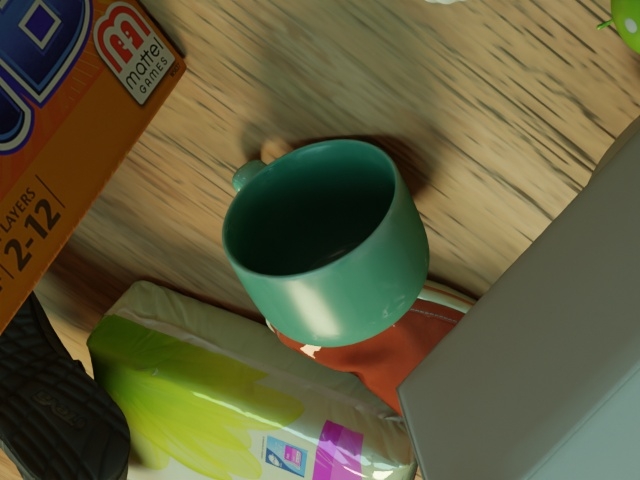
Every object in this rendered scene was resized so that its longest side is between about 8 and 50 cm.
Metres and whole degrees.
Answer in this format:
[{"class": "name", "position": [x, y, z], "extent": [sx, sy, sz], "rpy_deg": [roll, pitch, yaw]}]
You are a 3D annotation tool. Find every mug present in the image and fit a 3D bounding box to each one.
[{"class": "mug", "position": [0.008, 0.000, 0.778], "extent": [0.130, 0.157, 0.097], "rpy_deg": [-19, 130, 12]}]

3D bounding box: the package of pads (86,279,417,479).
[{"class": "package of pads", "position": [-0.057, 0.177, 1.018], "extent": [0.297, 0.101, 0.229], "rpy_deg": [21, 141, 12]}]

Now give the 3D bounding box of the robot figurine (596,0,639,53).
[{"class": "robot figurine", "position": [0.201, -0.122, 0.564], "extent": [0.115, 0.067, 0.101], "rpy_deg": [11, 111, 17]}]

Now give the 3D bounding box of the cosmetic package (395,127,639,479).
[{"class": "cosmetic package", "position": [0.229, 0.024, 0.493], "extent": [0.197, 0.155, 0.365], "rpy_deg": [39, 103, -18]}]

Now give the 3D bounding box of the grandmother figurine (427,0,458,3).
[{"class": "grandmother figurine", "position": [0.120, -0.203, 0.451], "extent": [0.104, 0.207, 0.342], "rpy_deg": [-4, 165, -26]}]

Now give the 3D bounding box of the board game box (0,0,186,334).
[{"class": "board game box", "position": [-0.382, -0.085, 0.696], "extent": [0.357, 0.356, 0.356], "rpy_deg": [-14, 127, 39]}]

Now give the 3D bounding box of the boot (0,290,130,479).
[{"class": "boot", "position": [-0.279, 0.129, 1.001], "extent": [0.338, 0.118, 0.222], "rpy_deg": [53, 159, 22]}]

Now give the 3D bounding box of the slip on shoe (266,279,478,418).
[{"class": "slip on shoe", "position": [0.107, 0.117, 0.862], "extent": [0.331, 0.101, 0.123], "rpy_deg": [26, 143, 3]}]

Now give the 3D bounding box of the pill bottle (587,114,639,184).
[{"class": "pill bottle", "position": [0.266, 0.016, 0.641], "extent": [0.221, 0.121, 0.121], "rpy_deg": [38, 140, -13]}]
